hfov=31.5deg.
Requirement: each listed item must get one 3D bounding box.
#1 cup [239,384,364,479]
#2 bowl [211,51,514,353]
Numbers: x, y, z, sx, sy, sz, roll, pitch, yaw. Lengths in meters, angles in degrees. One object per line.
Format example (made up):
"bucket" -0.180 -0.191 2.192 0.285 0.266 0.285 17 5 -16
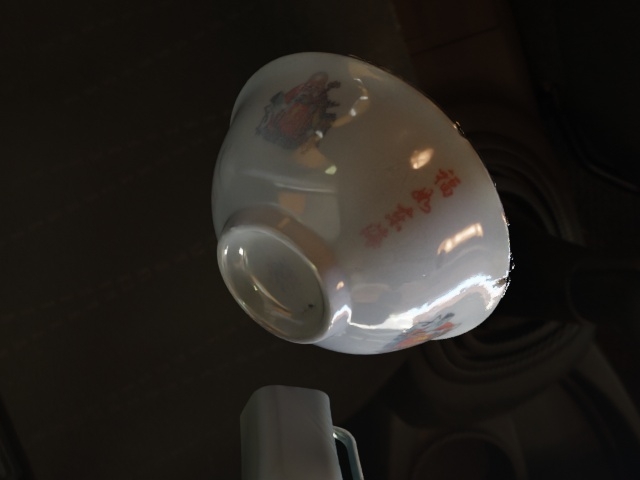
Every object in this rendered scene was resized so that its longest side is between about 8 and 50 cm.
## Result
"cup" -0.017 0.229 1.175 0.128 0.129 0.095 9 138 -18
"bowl" 0.000 0.000 1.119 0.157 0.345 0.346 -42 120 -38
